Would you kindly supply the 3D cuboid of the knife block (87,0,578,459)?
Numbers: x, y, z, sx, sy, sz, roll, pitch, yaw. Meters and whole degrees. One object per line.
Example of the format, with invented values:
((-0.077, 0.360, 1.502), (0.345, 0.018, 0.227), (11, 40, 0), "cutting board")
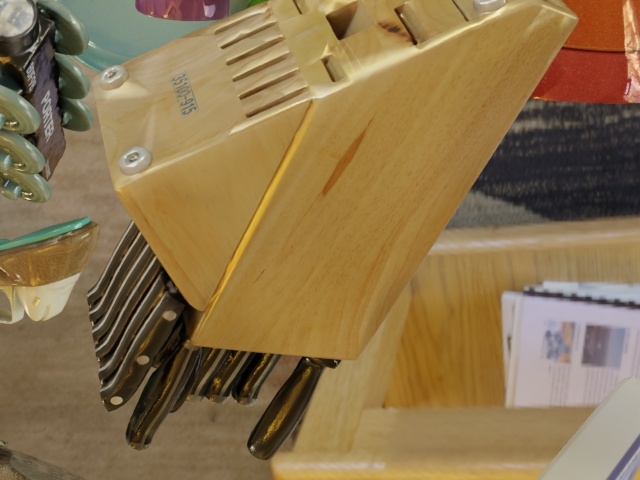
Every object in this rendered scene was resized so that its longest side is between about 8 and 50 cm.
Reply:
((0.000, 0.000, 0.518), (0.276, 0.088, 0.242), (-24, 136, 2), "knife block")

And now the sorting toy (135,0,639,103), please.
((0.038, -0.179, 0.621), (0.366, 0.127, 0.126), (17, 115, 26), "sorting toy")

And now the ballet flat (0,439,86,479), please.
((-0.306, 0.237, 0.999), (0.250, 0.058, 0.084), (9, 166, 41), "ballet flat")

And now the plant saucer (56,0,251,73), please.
((-0.217, -0.359, 1.290), (0.318, 0.044, 0.317), (-12, 118, -24), "plant saucer")

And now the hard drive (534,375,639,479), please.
((0.149, 0.271, 0.741), (0.040, 0.210, 0.318), (29, 121, 24), "hard drive")

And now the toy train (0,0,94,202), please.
((-0.334, -0.153, 0.997), (0.190, 0.142, 0.334), (25, 158, -2), "toy train")

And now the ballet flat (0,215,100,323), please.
((-0.405, 0.048, 1.337), (0.342, 0.116, 0.124), (-8, 100, 32), "ballet flat")
